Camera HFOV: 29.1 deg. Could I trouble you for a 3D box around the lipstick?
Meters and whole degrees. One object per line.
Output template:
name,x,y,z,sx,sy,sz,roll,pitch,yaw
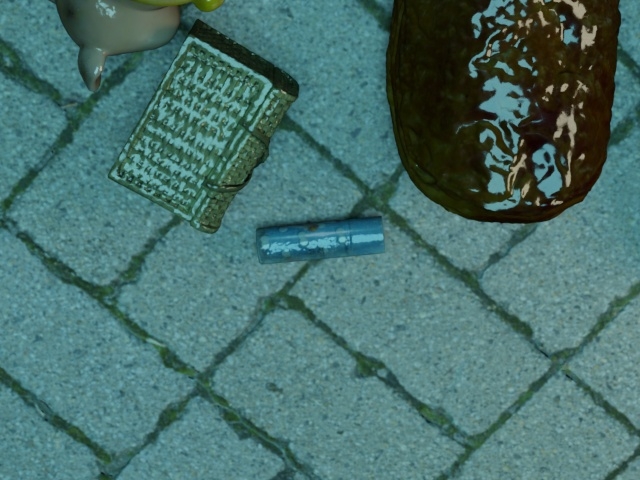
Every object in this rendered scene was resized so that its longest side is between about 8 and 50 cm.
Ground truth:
lipstick,0.000,0.000,1.531,0.158,0.048,0.048,-5,107,1

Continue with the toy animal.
toy animal,-0.198,-0.299,1.363,0.248,0.149,0.165,-39,67,36

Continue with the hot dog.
hot dog,0.212,-0.214,1.410,0.267,0.174,0.387,2,95,-3

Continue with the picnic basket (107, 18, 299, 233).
picnic basket,-0.131,-0.131,1.447,0.154,0.134,0.196,29,104,-10
